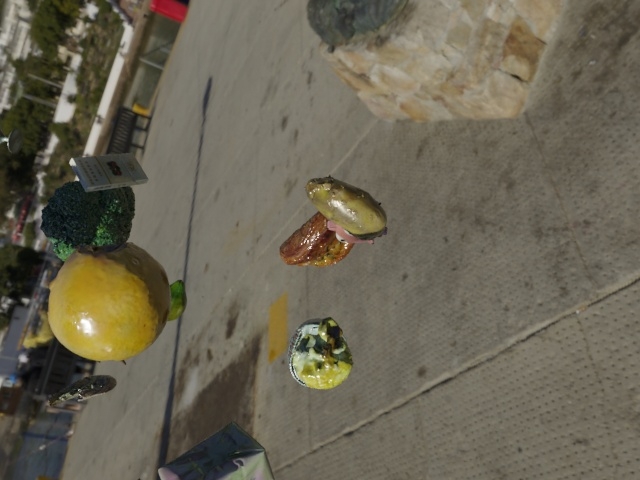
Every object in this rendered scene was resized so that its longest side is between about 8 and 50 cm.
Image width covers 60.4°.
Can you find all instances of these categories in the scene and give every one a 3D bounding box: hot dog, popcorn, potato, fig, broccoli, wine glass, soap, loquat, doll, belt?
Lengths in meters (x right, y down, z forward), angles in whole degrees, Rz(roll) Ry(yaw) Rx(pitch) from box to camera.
[{"bbox_3d":[0.000,0.000,2.234,0.387,0.267,0.174,-41,62,42],"label":"hot dog"},{"bbox_3d":[0.009,0.344,1.686,0.198,0.198,0.212,-119,41,-57],"label":"popcorn"},{"bbox_3d":[0.085,-0.108,1.747,0.141,0.296,0.191,-59,11,-1],"label":"potato"},{"bbox_3d":[-0.546,0.216,2.023,0.156,0.123,0.123,-60,28,22],"label":"fig"},{"bbox_3d":[-0.710,-0.071,1.690,0.275,0.308,0.307,36,108,36],"label":"broccoli"},{"bbox_3d":[-1.160,-0.367,1.920,0.093,0.203,0.092,12,-90,-89],"label":"wine glass"},{"bbox_3d":[-0.192,0.498,1.087,0.138,0.182,0.199,21,131,47],"label":"soap"},{"bbox_3d":[-0.406,0.123,1.069,0.244,0.244,0.243,-43,37,46],"label":"loquat"},{"bbox_3d":[0.133,-0.053,1.968,0.262,0.211,0.093,128,153,-59],"label":"doll"},{"bbox_3d":[-0.014,0.416,2.062,0.257,0.207,0.150,-66,10,-4],"label":"belt"}]

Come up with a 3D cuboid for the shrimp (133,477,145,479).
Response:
[{"bbox_3d":[-0.565,0.776,1.711,0.056,0.065,0.165,-49,-16,-18],"label":"shrimp"}]

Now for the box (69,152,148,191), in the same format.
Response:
[{"bbox_3d":[-0.516,-0.169,1.353,0.024,0.167,0.090,-43,74,37],"label":"box"}]

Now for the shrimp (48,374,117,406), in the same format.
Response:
[{"bbox_3d":[-0.752,0.480,1.753,0.126,0.223,0.047,8,104,31],"label":"shrimp"}]
